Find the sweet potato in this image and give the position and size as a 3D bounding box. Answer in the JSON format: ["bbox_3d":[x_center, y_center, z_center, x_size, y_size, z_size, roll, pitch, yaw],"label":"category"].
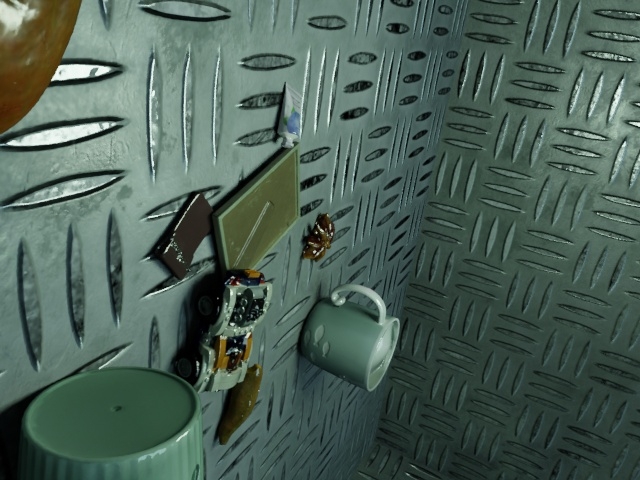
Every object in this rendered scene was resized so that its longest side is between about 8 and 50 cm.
[{"bbox_3d":[-0.218,0.442,1.412,0.077,0.077,0.243,2,112,-66],"label":"sweet potato"}]

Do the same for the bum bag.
[{"bbox_3d":[-0.259,-0.010,1.025,0.159,0.026,0.109,-63,157,-23],"label":"bum bag"}]

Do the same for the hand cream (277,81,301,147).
[{"bbox_3d":[-0.069,-0.290,1.222,0.084,0.053,0.142,17,81,-66],"label":"hand cream"}]

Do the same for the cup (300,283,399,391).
[{"bbox_3d":[0.096,0.296,1.740,0.259,0.274,0.356,-41,141,-51],"label":"cup"}]

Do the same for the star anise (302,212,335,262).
[{"bbox_3d":[0.000,0.000,1.576,0.168,0.057,0.168,-46,145,-46],"label":"star anise"}]

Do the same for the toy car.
[{"bbox_3d":[-0.209,0.203,1.168,0.193,0.118,0.301,3,113,-59],"label":"toy car"}]

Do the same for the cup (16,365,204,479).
[{"bbox_3d":[-0.357,0.431,0.884,0.310,0.401,0.392,-1,106,-30],"label":"cup"}]

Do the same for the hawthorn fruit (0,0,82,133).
[{"bbox_3d":[-0.335,-0.207,0.416,0.268,0.268,0.301,-7,122,-65],"label":"hawthorn fruit"}]

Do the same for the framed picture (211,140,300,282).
[{"bbox_3d":[-0.139,-0.058,1.250,0.335,0.022,0.247,-51,153,-41],"label":"framed picture"}]
